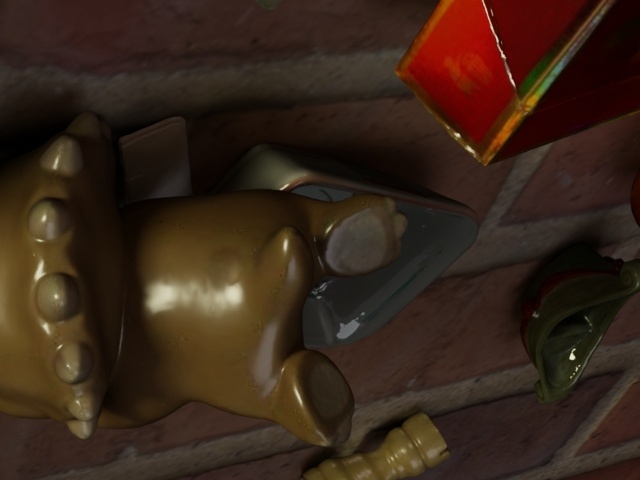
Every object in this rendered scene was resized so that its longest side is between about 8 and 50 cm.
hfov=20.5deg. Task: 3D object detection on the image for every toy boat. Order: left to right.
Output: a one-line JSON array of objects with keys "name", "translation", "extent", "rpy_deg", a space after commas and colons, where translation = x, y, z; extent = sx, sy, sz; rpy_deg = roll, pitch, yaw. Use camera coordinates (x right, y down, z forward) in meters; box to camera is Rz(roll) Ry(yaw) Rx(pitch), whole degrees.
[{"name": "toy boat", "translation": [0.208, 0.059, 1.444], "extent": [0.089, 0.071, 0.185], "rpy_deg": [-12, 147, -31]}]

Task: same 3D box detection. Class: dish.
[{"name": "dish", "translation": [0.000, 0.000, 1.166], "extent": [0.234, 0.064, 0.154], "rpy_deg": [11, 131, -49]}]

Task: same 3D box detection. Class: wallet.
[{"name": "wallet", "translation": [-0.098, -0.042, 1.064], "extent": [0.044, 0.011, 0.083], "rpy_deg": [-22, 151, -14]}]

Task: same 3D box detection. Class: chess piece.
[{"name": "chess piece", "translation": [0.050, 0.198, 1.538], "extent": [0.122, 0.066, 0.066], "rpy_deg": [-31, 152, -10]}]

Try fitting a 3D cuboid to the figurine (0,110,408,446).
[{"name": "figurine", "translation": [-0.108, 0.021, 0.972], "extent": [0.247, 0.177, 0.173], "rpy_deg": [9, 163, 25]}]

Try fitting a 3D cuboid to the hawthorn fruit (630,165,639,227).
[{"name": "hawthorn fruit", "translation": [0.297, -0.038, 1.314], "extent": [0.132, 0.133, 0.138], "rpy_deg": [-13, 158, -28]}]

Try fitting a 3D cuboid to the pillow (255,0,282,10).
[{"name": "pillow", "translation": [0.017, -0.238, 0.789], "extent": [0.280, 0.076, 0.274], "rpy_deg": [-38, 151, 13]}]

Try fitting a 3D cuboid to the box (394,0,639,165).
[{"name": "box", "translation": [0.198, -0.191, 0.980], "extent": [0.197, 0.089, 0.313], "rpy_deg": [-21, 154, -49]}]
